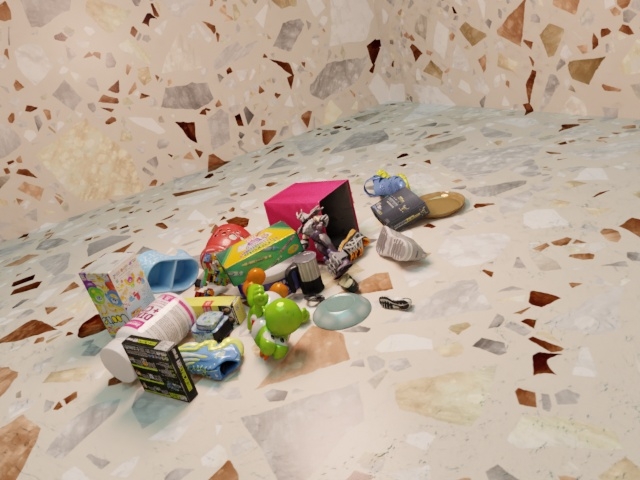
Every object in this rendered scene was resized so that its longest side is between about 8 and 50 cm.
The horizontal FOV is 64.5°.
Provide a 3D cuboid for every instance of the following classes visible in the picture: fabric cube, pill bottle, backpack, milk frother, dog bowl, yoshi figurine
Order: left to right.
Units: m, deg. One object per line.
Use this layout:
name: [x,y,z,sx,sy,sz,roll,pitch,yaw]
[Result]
pill bottle: [-0.542,0.305,1.612,0.161,0.160,0.283,0,29,29]
dog bowl: [-0.589,0.124,1.958,0.074,0.165,0.297,18,9,29]
backpack: [-0.362,0.282,1.655,0.114,0.084,0.105,-6,24,23]
dog bowl: [-0.188,0.115,1.885,0.265,0.104,0.265,-12,25,6]
yoshi figurine: [-0.136,0.208,1.567,0.204,0.202,0.362,-11,27,-8]
milk frother: [-0.035,0.129,1.735,0.129,0.134,0.143,-34,31,-34]
fabric cube: [-0.029,-0.082,2.022,0.258,0.259,0.254,0,25,31]

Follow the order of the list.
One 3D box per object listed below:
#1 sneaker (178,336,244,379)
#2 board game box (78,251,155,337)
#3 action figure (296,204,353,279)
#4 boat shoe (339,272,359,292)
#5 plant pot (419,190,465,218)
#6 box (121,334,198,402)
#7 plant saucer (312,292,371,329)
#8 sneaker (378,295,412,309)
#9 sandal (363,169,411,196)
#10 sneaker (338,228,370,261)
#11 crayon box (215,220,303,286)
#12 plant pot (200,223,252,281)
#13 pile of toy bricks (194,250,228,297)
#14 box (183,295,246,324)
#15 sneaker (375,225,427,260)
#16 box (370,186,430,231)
sneaker: [-0.341,0.355,1.482,0.240,0.091,0.126,-16,25,-6]
board game box: [-0.701,0.195,1.793,0.142,0.275,0.144,-3,28,24]
action figure: [0.000,0.000,1.803,0.099,0.185,0.285,-25,68,-37]
boat shoe: [0.097,0.148,1.741,0.049,0.042,0.133,-48,15,0]
plant pot: [0.494,-0.148,2.151,0.237,0.032,0.236,-12,26,6]
box: [-0.452,0.359,1.425,0.191,0.184,0.045,1,31,32]
plant saucer: [0.064,0.213,1.623,0.195,0.037,0.195,-12,24,5]
sneaker: [0.234,0.192,1.582,0.109,0.040,0.044,7,16,32]
sandal: [0.308,-0.245,2.368,0.138,0.126,0.317,-26,19,-16]
sneaker: [0.121,0.035,1.920,0.083,0.084,0.215,21,45,14]
crayon box: [-0.218,0.042,1.804,0.279,0.081,0.165,-28,25,-13]
plant pot: [-0.374,0.052,2.019,0.191,0.191,0.174,-5,29,21]
pile of toy bricks: [-0.390,0.145,1.906,0.105,0.212,0.118,17,-8,-43]
box: [-0.376,0.242,1.745,0.232,0.087,0.058,-3,28,22]
sneaker: [0.289,0.026,1.861,0.115,0.105,0.281,15,13,-19]
box: [0.328,-0.129,2.122,0.183,0.059,0.232,-29,26,1]
